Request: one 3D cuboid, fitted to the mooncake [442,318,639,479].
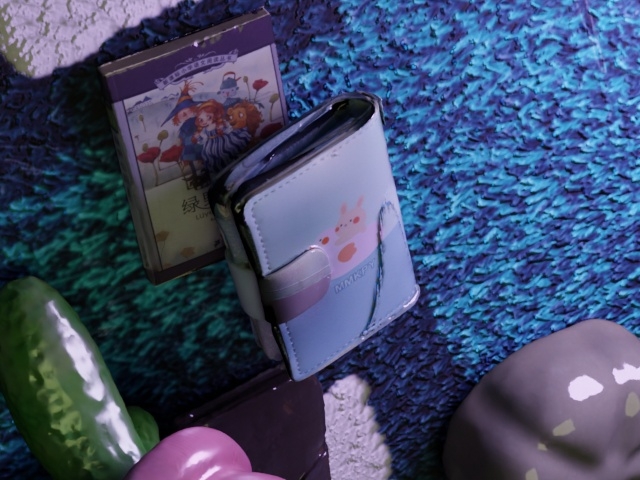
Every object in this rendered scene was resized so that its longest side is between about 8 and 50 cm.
[{"bbox_3d":[0.262,0.221,2.067,0.275,0.135,0.275,-18,127,-25],"label":"mooncake"}]

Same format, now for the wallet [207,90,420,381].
[{"bbox_3d":[0.000,0.000,1.776,0.176,0.075,0.250,-33,139,-18],"label":"wallet"}]

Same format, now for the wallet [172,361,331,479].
[{"bbox_3d":[-0.057,0.268,1.949,0.165,0.042,0.309,-23,127,-24],"label":"wallet"}]

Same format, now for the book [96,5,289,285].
[{"bbox_3d":[-0.098,-0.078,1.725,0.157,0.026,0.231,-23,129,-16],"label":"book"}]

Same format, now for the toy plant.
[{"bbox_3d":[-0.147,0.227,1.717,0.210,0.356,0.317,-25,137,-47],"label":"toy plant"}]
